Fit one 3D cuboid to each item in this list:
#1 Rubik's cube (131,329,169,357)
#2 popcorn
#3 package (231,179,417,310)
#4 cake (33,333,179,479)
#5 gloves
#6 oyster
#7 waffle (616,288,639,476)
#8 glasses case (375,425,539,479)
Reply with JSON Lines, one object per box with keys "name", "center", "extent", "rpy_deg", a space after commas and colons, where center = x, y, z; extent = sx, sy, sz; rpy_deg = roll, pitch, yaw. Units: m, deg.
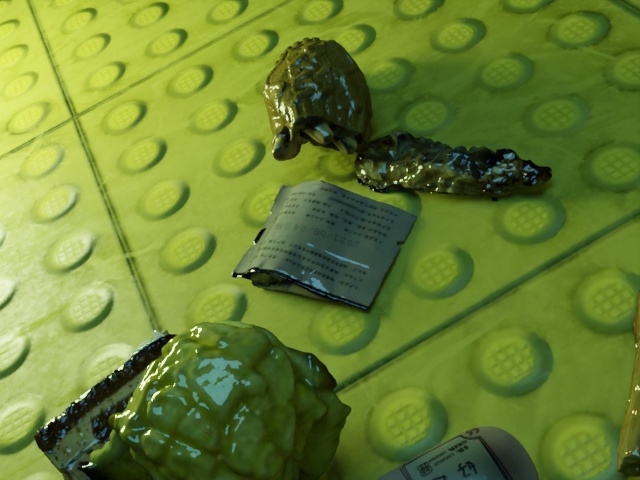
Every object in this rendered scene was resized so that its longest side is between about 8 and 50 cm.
{"name": "Rubik's cube", "center": [-0.242, 0.175, 1.273], "extent": [0.073, 0.075, 0.084], "rpy_deg": [26, 65, 36]}
{"name": "popcorn", "center": [-0.109, 0.231, 1.040], "extent": [0.293, 0.293, 0.237], "rpy_deg": [10, 52, 31]}
{"name": "package", "center": [0.000, 0.000, 1.340], "extent": [0.250, 0.062, 0.204], "rpy_deg": [12, 57, 27]}
{"name": "cake", "center": [-0.277, 0.246, 1.200], "extent": [0.112, 0.135, 0.246], "rpy_deg": [47, 59, 5]}
{"name": "gloves", "center": [-0.019, -0.256, 1.496], "extent": [0.203, 0.155, 0.356], "rpy_deg": [-30, 37, 9]}
{"name": "oyster", "center": [0.203, -0.129, 1.367], "extent": [0.345, 0.079, 0.129], "rpy_deg": [10, 46, 34]}
{"name": "waffle", "center": [0.522, 0.160, 0.950], "extent": [0.348, 0.077, 0.304], "rpy_deg": [4, 51, 27]}
{"name": "glasses case", "center": [0.105, 0.326, 0.979], "extent": [0.314, 0.075, 0.122], "rpy_deg": [-29, 47, -4]}
